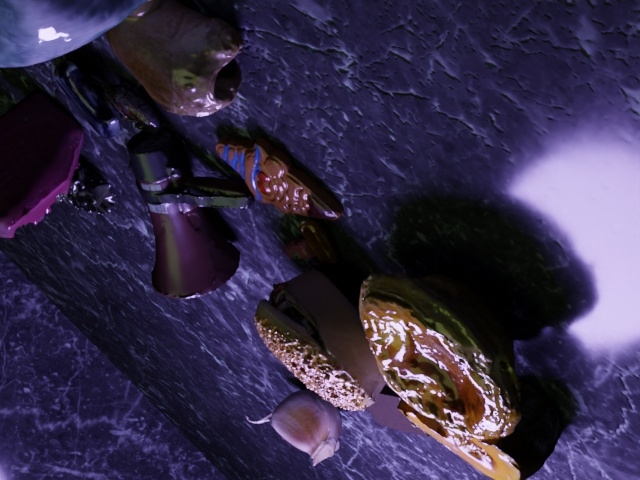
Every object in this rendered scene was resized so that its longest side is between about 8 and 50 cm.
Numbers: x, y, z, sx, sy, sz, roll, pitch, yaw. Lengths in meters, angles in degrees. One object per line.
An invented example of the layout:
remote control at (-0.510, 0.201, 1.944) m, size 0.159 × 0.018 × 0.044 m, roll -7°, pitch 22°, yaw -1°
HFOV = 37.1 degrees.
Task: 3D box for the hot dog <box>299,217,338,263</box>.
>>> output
hot dog at (0.000, 0.000, 1.735) m, size 0.049 × 0.037 × 0.122 m, roll 6°, pitch 144°, yaw 34°

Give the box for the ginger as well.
ginger at (-0.233, -0.315, 1.460) m, size 0.275 × 0.130 × 0.221 m, roll 17°, pitch 137°, yaw 31°

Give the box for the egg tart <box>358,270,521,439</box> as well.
egg tart at (0.206, 0.170, 1.564) m, size 0.352 × 0.150 × 0.352 m, roll 39°, pitch 154°, yaw 23°

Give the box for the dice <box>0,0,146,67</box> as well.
dice at (-0.396, -0.450, 1.241) m, size 0.330 × 0.348 × 0.328 m, roll 12°, pitch 142°, yaw 37°

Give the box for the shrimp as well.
shrimp at (-0.370, -0.264, 1.809) m, size 0.165 × 0.056 × 0.065 m, roll 40°, pitch 161°, yaw 10°

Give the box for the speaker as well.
speaker at (-0.262, -0.041, 1.880) m, size 0.259 × 0.198 × 0.330 m, roll 37°, pitch 149°, yaw 40°

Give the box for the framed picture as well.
framed picture at (0.158, 0.372, 2.107) m, size 0.168 × 0.023 × 0.128 m, roll -1°, pitch 131°, yaw 55°

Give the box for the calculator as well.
calculator at (-0.467, -0.277, 1.901) m, size 0.177 × 0.040 × 0.268 m, roll 53°, pitch 170°, yaw -11°

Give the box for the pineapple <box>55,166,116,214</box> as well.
pineapple at (-0.661, -0.146, 2.268) m, size 0.362 × 0.202 × 0.202 m, roll 25°, pitch 151°, yaw 11°

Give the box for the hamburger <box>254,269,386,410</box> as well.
hamburger at (0.005, 0.196, 1.810) m, size 0.302 × 0.170 × 0.302 m, roll 48°, pitch 172°, yaw 9°

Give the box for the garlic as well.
garlic at (-0.051, 0.430, 2.347) m, size 0.266 × 0.148 × 0.129 m, roll 13°, pitch 112°, yaw 45°

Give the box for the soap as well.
soap at (-0.666, -0.155, 2.086) m, size 0.220 × 0.325 × 0.127 m, roll 40°, pitch 158°, yaw 8°

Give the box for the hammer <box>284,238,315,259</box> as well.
hammer at (-0.036, 0.016, 1.798) m, size 0.043 × 0.043 × 0.083 m, roll 51°, pitch 154°, yaw -20°

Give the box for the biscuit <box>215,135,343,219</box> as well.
biscuit at (-0.079, -0.105, 1.683) m, size 0.280 × 0.043 × 0.183 m, roll 34°, pitch 157°, yaw 22°

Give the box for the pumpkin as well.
pumpkin at (0.284, 0.310, 1.699) m, size 0.280 × 0.139 × 0.190 m, roll 33°, pitch 157°, yaw 12°
